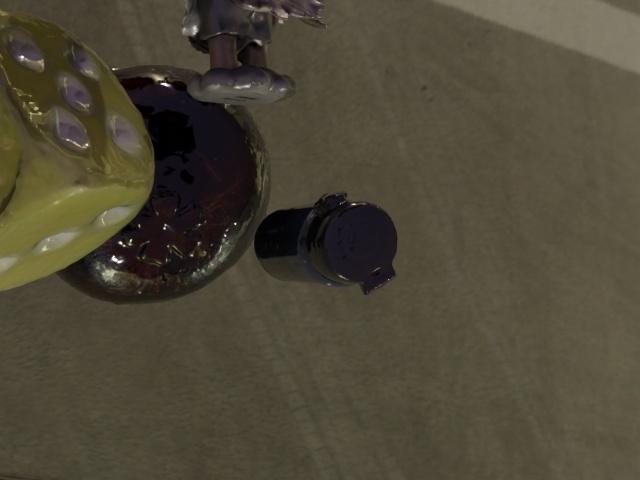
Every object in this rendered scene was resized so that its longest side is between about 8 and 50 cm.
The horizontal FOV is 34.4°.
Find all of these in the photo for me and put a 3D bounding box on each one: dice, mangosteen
[{"bbox_3d":[-0.247,-0.067,0.810,0.169,0.166,0.169,60,21,9],"label":"dice"},{"bbox_3d":[-0.218,-0.076,1.306,0.330,0.330,0.330,5,79,-26],"label":"mangosteen"}]

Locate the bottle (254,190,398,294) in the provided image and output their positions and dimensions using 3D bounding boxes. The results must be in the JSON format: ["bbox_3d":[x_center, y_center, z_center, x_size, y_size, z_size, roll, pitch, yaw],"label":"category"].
[{"bbox_3d":[0.000,0.000,0.874,0.072,0.244,0.082,-29,97,-13],"label":"bottle"}]

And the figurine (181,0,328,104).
[{"bbox_3d":[-0.073,-0.322,0.947,0.207,0.166,0.387,-4,94,-50],"label":"figurine"}]
